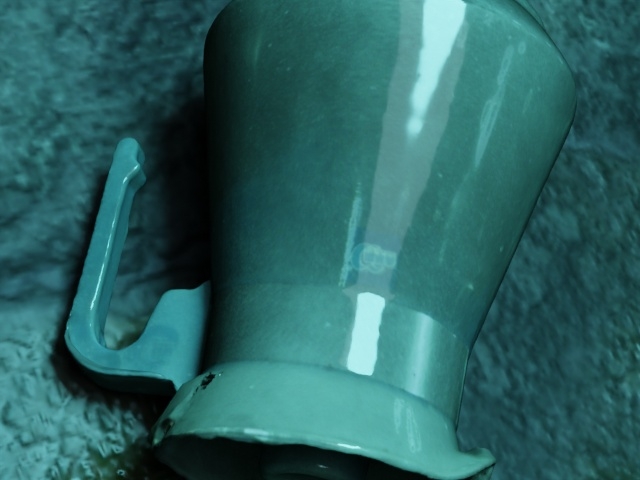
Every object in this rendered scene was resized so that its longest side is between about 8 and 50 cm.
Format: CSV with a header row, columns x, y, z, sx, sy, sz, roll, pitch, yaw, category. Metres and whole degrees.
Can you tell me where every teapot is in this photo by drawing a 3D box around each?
x,y,z,sx,sy,sz,roll,pitch,yaw,category
0.000,0.000,0.667,0.203,0.171,0.225,6,66,12,teapot
